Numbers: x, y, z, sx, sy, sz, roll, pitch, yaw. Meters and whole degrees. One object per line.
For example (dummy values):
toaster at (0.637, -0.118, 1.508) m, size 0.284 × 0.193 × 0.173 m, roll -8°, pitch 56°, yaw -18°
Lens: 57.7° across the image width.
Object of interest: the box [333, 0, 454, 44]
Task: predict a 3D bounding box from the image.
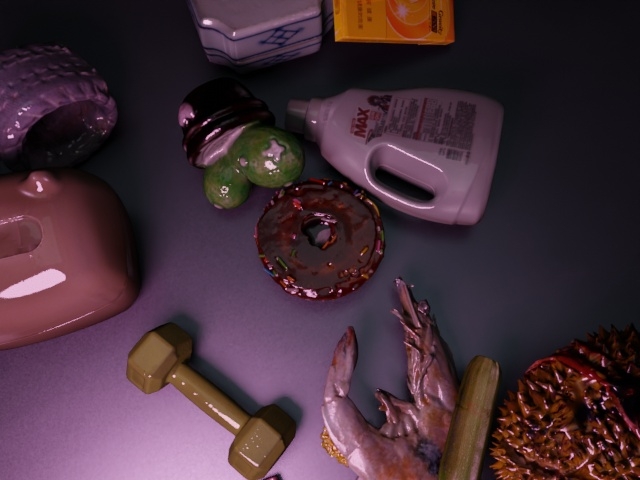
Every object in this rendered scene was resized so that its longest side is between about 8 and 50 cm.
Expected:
box at (0.149, -0.468, 1.146) m, size 0.269 × 0.043 × 0.152 m, roll -9°, pitch 101°, yaw -26°

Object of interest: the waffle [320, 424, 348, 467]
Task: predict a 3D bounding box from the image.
waffle at (0.042, 0.339, 0.990) m, size 0.085 × 0.016 × 0.078 m, roll 27°, pitch 74°, yaw 9°

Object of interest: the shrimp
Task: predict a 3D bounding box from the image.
shrimp at (0.121, 0.230, 0.969) m, size 0.247 × 0.085 × 0.360 m, roll 7°, pitch 70°, yaw -14°

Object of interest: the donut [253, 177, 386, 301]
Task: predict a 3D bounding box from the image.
donut at (0.000, 0.000, 1.057) m, size 0.235 × 0.089 × 0.235 m, roll 0°, pitch 74°, yaw 1°

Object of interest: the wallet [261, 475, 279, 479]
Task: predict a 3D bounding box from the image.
wallet at (-0.084, 0.512, 0.933) m, size 0.119 × 0.025 × 0.232 m, roll -21°, pitch 75°, yaw -7°

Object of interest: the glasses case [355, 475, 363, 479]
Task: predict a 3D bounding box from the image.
glasses case at (0.073, 0.439, 0.940) m, size 0.076 × 0.049 × 0.197 m, roll 30°, pitch 73°, yaw 8°

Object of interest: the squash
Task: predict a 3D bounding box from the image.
squash at (0.235, 0.294, 0.910) m, size 0.066 × 0.066 × 0.229 m, roll 18°, pitch 73°, yaw 6°

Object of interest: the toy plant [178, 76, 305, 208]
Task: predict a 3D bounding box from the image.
toy plant at (-0.149, -0.173, 1.063) m, size 0.218 × 0.175 × 0.235 m, roll -33°, pitch 81°, yaw 32°

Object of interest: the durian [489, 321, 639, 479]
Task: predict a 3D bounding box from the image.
durian at (0.439, 0.302, 0.850) m, size 0.384 × 0.347 × 0.348 m, roll -17°, pitch 74°, yaw -3°

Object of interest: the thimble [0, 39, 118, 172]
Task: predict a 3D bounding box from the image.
thimble at (-0.515, -0.247, 1.073) m, size 0.236 × 0.205 × 0.172 m, roll -41°, pitch 76°, yaw -11°

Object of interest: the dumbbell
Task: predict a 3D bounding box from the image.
dumbbell at (-0.184, 0.263, 0.966) m, size 0.302 × 0.121 × 0.108 m, roll 35°, pitch 47°, yaw 11°

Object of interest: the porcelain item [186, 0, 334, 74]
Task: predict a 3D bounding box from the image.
porcelain item at (-0.127, -0.498, 1.174) m, size 0.286 × 0.157 × 0.281 m, roll -21°, pitch 73°, yaw -8°

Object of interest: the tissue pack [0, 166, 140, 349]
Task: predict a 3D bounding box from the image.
tissue pack at (-0.513, 0.035, 0.952) m, size 0.387 × 0.277 × 0.267 m, roll -14°, pitch 76°, yaw -3°

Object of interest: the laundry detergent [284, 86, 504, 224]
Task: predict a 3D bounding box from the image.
laundry detergent at (0.126, -0.184, 1.098) m, size 0.398 × 0.125 × 0.264 m, roll 13°, pitch 74°, yaw 5°
